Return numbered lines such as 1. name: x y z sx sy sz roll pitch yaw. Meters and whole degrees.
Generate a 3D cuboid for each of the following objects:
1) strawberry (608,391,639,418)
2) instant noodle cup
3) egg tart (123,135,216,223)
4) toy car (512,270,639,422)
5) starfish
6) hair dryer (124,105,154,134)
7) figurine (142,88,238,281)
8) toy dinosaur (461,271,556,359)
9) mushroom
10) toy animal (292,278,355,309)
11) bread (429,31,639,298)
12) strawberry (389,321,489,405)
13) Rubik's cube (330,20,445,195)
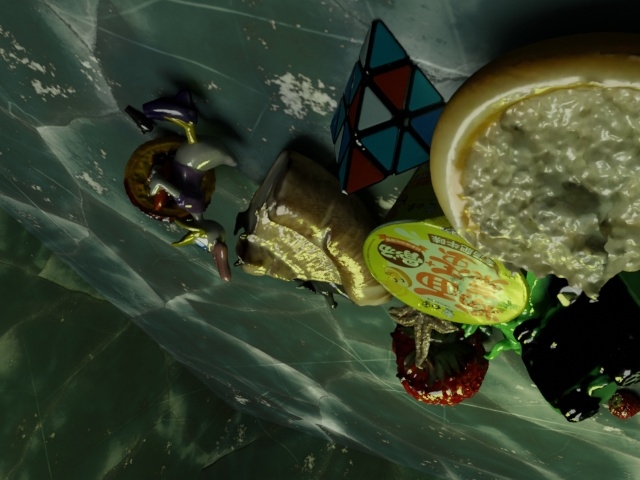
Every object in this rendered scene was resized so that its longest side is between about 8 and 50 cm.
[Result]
1. strawberry: 0.787 0.426 1.539 0.083 0.073 0.073 18 153 -11
2. instant noodle cup: 0.254 -0.020 1.096 0.311 0.221 0.311 20 151 12
3. egg tart: -0.365 -0.138 1.469 0.215 0.215 0.171 31 166 -7
4. toy car: 0.525 0.175 1.113 0.176 0.213 0.359 -8 142 -24
5. starfish: 0.236 0.140 1.422 0.048 0.295 0.231 -1 -155 -38
6. hair dryer: -0.442 -0.284 1.464 0.079 0.031 0.083 41 158 -3
7. figurine: -0.278 -0.119 1.329 0.193 0.421 0.154 -5 -166 -13
8. toy dinosaur: 0.516 0.149 1.283 0.374 0.144 0.500 22 145 -22
9. mushroom: 0.033 -0.019 1.351 0.397 0.224 0.314 22 134 -15
10. toy animal: 0.015 0.126 1.688 0.137 0.082 0.269 45 151 -24
11. bread: 0.370 -0.105 0.811 0.424 0.245 0.329 5 105 31
12. strawberry: 0.314 0.305 1.549 0.261 0.261 0.258 13 151 24
13. Rubik's cube: 0.153 -0.167 1.016 0.234 0.250 0.284 11 148 -10
